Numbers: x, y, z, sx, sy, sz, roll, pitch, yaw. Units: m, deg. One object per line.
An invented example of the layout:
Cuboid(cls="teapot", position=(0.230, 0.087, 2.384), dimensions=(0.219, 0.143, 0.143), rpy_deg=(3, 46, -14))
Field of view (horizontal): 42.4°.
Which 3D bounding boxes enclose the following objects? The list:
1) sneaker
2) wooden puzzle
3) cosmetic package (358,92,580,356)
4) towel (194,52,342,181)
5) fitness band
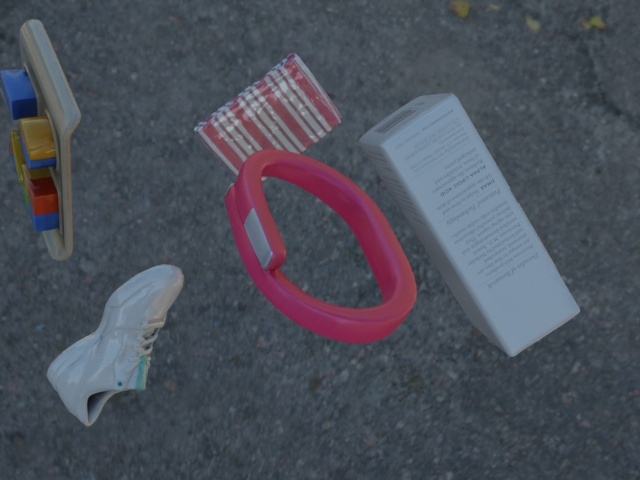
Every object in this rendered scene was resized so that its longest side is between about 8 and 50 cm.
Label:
Cuboid(cls="sneaker", position=(-0.215, 0.122, 0.934), dimensions=(0.212, 0.080, 0.094), rpy_deg=(-47, 63, 16))
Cuboid(cls="wooden puzzle", position=(-0.532, -0.182, 1.539), dimensions=(0.081, 0.347, 0.322), rpy_deg=(-9, 50, -29))
Cuboid(cls="cosmetic package", position=(0.135, -0.018, 0.768), dimensions=(0.085, 0.117, 0.231), rpy_deg=(-34, 102, 0))
Cuboid(cls="towel", position=(-0.079, -0.183, 1.288), dimensions=(0.197, 0.144, 0.029), rpy_deg=(-36, 35, 6))
Cuboid(cls="fitness band", position=(0.000, 0.000, 0.970), dimensions=(0.209, 0.054, 0.290), rpy_deg=(13, 37, -31))
